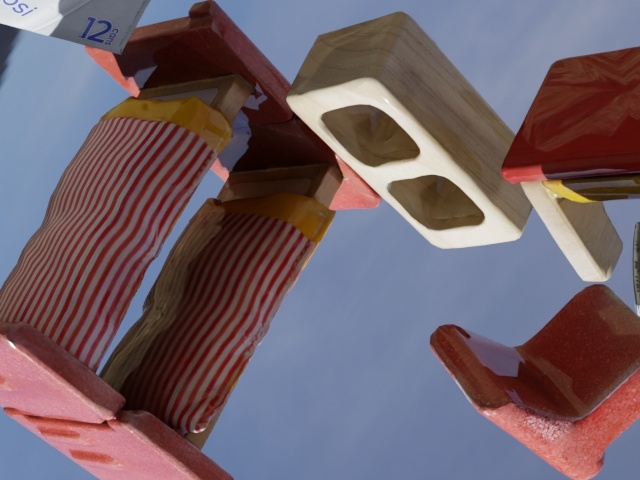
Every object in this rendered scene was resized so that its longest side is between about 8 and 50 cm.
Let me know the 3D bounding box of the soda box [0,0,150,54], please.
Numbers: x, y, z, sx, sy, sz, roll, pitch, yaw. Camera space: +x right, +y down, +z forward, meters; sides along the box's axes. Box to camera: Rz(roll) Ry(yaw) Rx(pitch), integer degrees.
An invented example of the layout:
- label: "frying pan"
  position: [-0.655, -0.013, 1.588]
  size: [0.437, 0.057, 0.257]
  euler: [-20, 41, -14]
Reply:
- label: "soda box"
  position: [-0.143, -0.219, 0.726]
  size: [0.091, 0.098, 0.286]
  euler: [-55, -141, 33]

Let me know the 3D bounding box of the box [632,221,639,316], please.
- label: "box"
  position: [0.341, 0.068, 1.142]
  size: [0.207, 0.153, 0.108]
  euler: [-2, -144, 12]

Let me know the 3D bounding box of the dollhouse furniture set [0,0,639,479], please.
- label: "dollhouse furniture set"
  position: [0.000, 0.000, 0.677]
  size: [0.374, 0.152, 0.201]
  euler: [-4, -129, 49]
